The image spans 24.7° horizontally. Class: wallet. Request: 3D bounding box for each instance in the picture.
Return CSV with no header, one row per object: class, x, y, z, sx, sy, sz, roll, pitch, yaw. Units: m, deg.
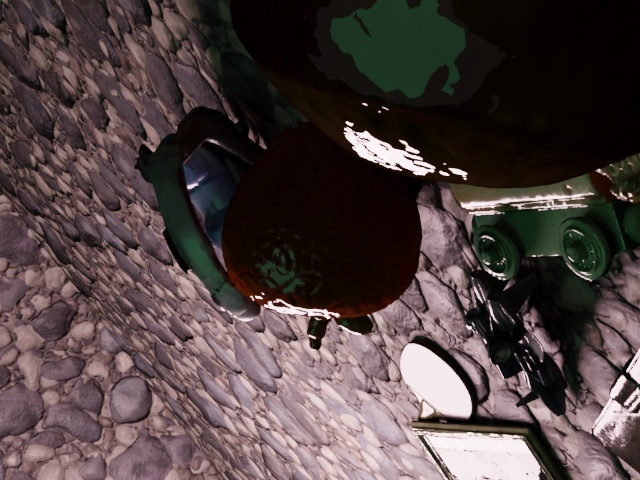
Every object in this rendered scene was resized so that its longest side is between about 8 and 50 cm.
wallet,0.398,0.195,1.602,0.169,0.044,0.317,39,157,17

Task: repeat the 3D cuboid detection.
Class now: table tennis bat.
table tennis bat,0.164,0.228,2.123,0.138,0.022,0.246,41,155,21

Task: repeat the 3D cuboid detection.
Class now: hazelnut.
hazelnut,0.116,-0.236,1.098,0.421,0.352,0.421,169,90,-70

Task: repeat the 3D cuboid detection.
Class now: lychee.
lychee,0.000,0.000,1.793,0.255,0.255,0.300,15,106,55

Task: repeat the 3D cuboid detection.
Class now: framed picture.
framed picture,0.265,0.354,2.097,0.231,0.018,0.293,56,153,-13

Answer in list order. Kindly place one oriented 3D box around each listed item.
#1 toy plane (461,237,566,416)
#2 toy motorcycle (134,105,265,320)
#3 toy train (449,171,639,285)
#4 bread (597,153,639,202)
toy plane,0.237,0.135,1.752,0.212,0.088,0.267,60,175,51
toy motorcycle,-0.125,-0.022,2.010,0.319,0.241,0.182,53,151,-9
toy train,0.233,-0.054,1.466,0.285,0.116,0.177,-3,111,64
bread,0.252,-0.138,1.291,0.232,0.088,0.128,57,151,30
